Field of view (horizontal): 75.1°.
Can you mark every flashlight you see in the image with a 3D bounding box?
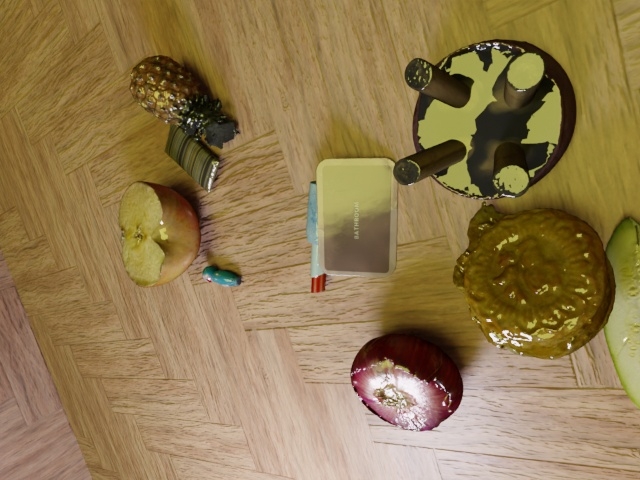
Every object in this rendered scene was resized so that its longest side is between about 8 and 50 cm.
[{"bbox_3d":[-0.286,0.104,1.205,0.129,0.051,0.051,8,109,26],"label":"flashlight"}]

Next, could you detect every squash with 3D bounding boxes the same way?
[{"bbox_3d":[0.486,0.110,0.665,0.169,0.093,0.252,-33,85,-9],"label":"squash"}]

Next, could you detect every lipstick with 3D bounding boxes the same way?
[{"bbox_3d":[0.000,0.000,0.974,0.068,0.061,0.274,11,110,26],"label":"lipstick"}]

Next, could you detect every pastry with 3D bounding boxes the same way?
[{"bbox_3d":[0.352,0.072,0.700,0.235,0.132,0.240,16,83,49],"label":"pastry"}]

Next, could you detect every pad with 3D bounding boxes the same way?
[{"bbox_3d":[0.078,-0.045,0.908,0.176,0.002,0.266,2,107,12],"label":"pad"}]

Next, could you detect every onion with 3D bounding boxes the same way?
[{"bbox_3d":[0.183,0.297,0.891,0.248,0.161,0.248,20,123,34],"label":"onion"}]

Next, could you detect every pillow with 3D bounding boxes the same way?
[{"bbox_3d":[-0.356,-0.233,1.150,0.203,0.038,0.113,42,126,16],"label":"pillow"}]

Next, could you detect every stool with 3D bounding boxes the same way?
[{"bbox_3d":[0.255,-0.187,0.679,0.272,0.178,0.272,12,111,31],"label":"stool"}]

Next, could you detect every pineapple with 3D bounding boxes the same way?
[{"bbox_3d":[-0.335,-0.331,1.051,0.279,0.158,0.158,41,123,2],"label":"pineapple"}]

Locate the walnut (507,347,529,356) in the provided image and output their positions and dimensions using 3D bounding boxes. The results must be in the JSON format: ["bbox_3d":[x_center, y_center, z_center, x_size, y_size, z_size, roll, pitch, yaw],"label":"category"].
[{"bbox_3d":[0.383,0.175,0.770,0.092,0.092,0.092,11,110,30],"label":"walnut"}]

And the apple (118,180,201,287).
[{"bbox_3d":[-0.449,-0.018,1.201,0.251,0.163,0.292,2,92,41],"label":"apple"}]
